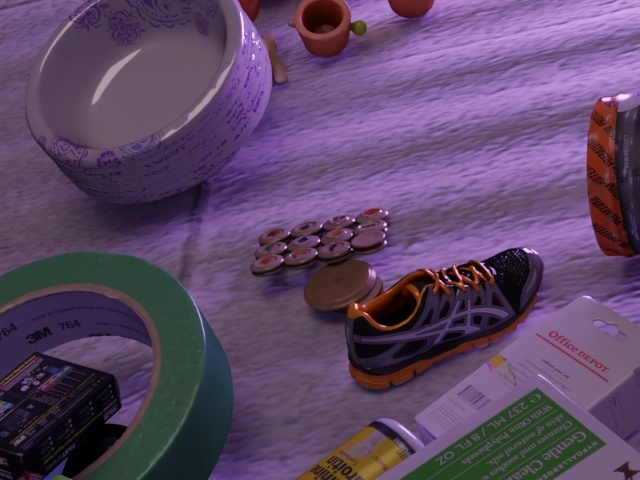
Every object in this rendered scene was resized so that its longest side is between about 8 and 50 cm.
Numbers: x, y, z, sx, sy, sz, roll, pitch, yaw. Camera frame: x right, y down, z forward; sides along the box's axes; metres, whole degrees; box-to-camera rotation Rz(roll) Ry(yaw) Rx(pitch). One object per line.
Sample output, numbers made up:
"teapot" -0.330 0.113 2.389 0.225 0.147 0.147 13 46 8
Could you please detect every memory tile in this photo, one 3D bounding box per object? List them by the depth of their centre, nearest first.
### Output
"memory tile" 0.000 0.000 1.563 0.148 0.012 0.113 -12 22 11

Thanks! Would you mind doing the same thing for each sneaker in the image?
"sneaker" 0.118 0.060 1.399 0.215 0.083 0.084 -29 36 -14

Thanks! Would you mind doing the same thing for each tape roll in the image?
"tape roll" -0.241 0.155 1.340 0.321 0.077 0.321 -12 47 13

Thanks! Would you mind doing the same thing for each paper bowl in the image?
"paper bowl" -0.192 -0.167 1.746 0.284 0.148 0.284 -13 52 17

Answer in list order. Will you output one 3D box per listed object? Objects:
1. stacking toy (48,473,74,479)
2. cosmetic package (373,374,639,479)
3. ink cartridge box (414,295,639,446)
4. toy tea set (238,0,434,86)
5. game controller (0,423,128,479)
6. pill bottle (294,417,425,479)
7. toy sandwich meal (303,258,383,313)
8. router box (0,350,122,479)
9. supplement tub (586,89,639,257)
"stacking toy" -0.318 0.250 1.199 0.167 0.052 0.221 18 60 34
"cosmetic package" 0.201 0.277 1.025 0.197 0.155 0.365 -32 37 -17
"ink cartridge box" 0.195 0.142 1.270 0.198 0.067 0.115 -35 39 -16
"toy tea set" -0.017 -0.326 1.871 0.336 0.124 0.200 -24 61 -6
"game controller" -0.318 0.246 1.377 0.319 0.067 0.166 -6 33 20
"pill bottle" 0.012 0.235 1.209 0.184 0.103 0.103 -35 39 -19
"toy sandwich meal" 0.025 0.051 1.500 0.086 0.029 0.085 -15 34 11
"router box" -0.240 0.148 1.238 0.092 0.038 0.122 13 36 31
"supplement tub" 0.410 -0.064 1.324 0.316 0.193 0.193 -1 41 23
